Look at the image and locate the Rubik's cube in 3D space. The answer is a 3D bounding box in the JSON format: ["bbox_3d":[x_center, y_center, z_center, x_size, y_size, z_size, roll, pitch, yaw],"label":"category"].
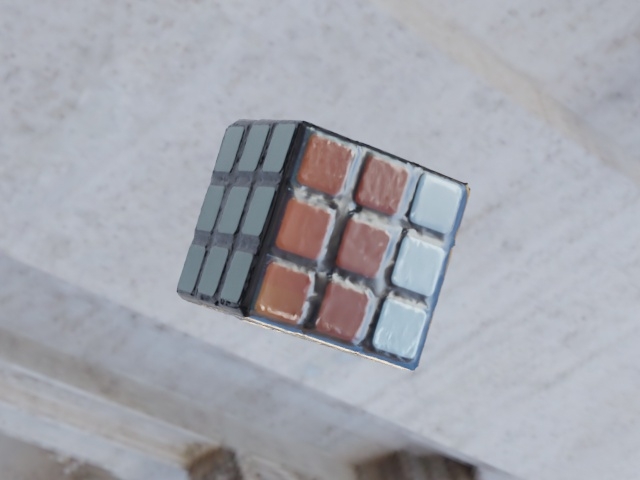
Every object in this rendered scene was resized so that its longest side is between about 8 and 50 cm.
[{"bbox_3d":[0.000,0.000,1.292,0.162,0.160,0.163,3,-105,65],"label":"Rubik's cube"}]
